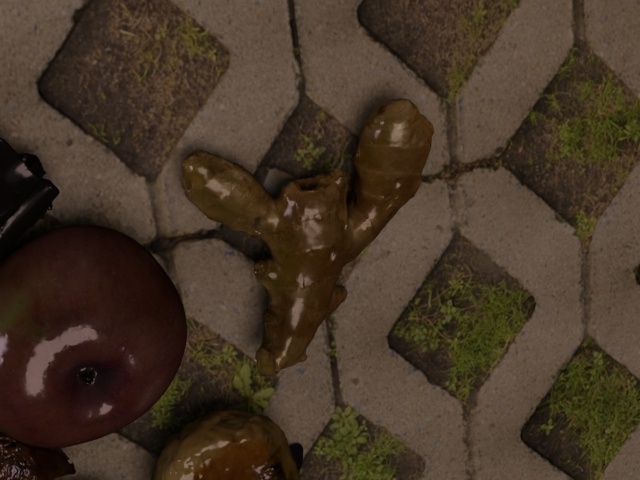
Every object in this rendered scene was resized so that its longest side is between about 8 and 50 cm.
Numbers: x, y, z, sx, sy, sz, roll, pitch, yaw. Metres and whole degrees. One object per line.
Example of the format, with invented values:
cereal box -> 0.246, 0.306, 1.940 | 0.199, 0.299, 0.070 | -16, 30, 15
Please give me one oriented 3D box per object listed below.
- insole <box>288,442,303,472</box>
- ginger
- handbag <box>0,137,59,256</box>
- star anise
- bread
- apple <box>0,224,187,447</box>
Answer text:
insole -> -0.057, 0.379, 1.958 | 0.045, 0.002, 0.135 | 8, 107, -22
ginger -> 0.007, -0.010, 1.777 | 0.363, 0.122, 0.348 | -21, 119, -18
handbag -> -0.497, -0.081, 1.547 | 0.257, 0.113, 0.285 | -41, 112, -8
star anise -> -0.481, 0.279, 1.653 | 0.346, 0.237, 0.148 | 41, 59, -34
bread -> -0.143, 0.356, 1.840 | 0.244, 0.134, 0.244 | -6, 107, -20
apple -> -0.322, 0.128, 1.622 | 0.306, 0.235, 0.305 | -10, 116, -21
